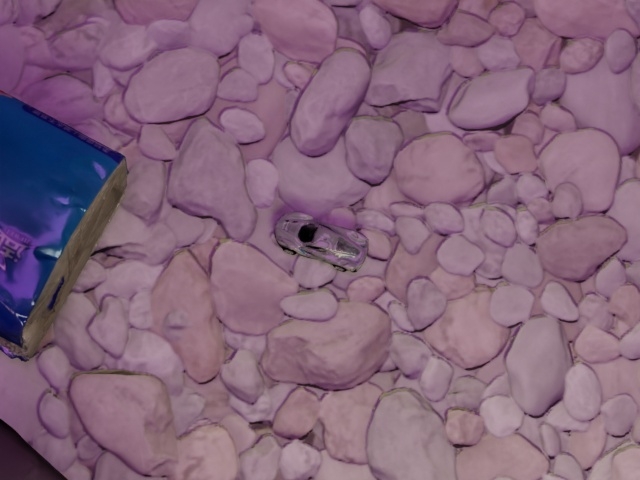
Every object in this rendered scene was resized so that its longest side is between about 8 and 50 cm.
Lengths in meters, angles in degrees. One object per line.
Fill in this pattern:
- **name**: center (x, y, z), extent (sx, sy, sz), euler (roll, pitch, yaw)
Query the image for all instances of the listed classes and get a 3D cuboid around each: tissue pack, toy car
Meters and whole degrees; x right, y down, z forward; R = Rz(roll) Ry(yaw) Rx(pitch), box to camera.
- **tissue pack**: center (-0.337, -0.042, 1.489), extent (0.270, 0.137, 0.209), euler (29, 77, 3)
- **toy car**: center (0.000, 0.000, 1.559), extent (0.093, 0.025, 0.041), euler (19, 74, 1)

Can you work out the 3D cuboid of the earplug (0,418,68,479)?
- **earplug**: center (-0.306, 0.372, 1.272), extent (0.312, 0.312, 0.394), euler (43, 71, 8)
